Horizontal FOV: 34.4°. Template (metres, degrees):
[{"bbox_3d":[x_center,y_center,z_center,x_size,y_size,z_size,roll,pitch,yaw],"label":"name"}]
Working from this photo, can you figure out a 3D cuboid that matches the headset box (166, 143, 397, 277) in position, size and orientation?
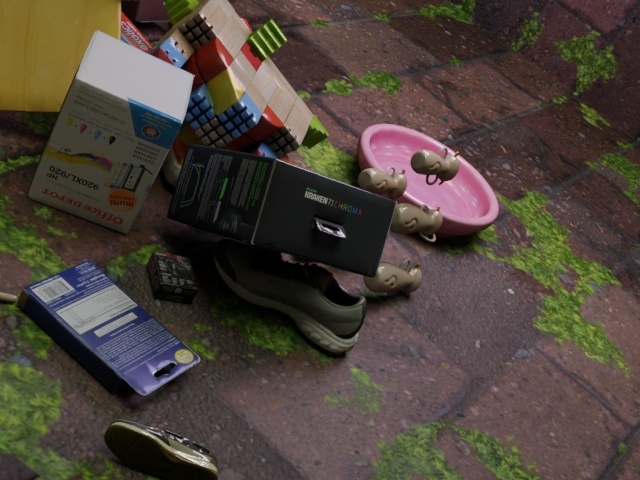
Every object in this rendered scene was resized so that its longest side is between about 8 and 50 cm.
[{"bbox_3d":[-0.057,-0.047,1.620,0.246,0.131,0.283,17,-2,-38],"label":"headset box"}]

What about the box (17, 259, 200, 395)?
[{"bbox_3d":[-0.286,0.125,1.408,0.225,0.036,0.136,38,31,15],"label":"box"}]

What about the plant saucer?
[{"bbox_3d":[0.215,-0.116,2.179,0.332,0.084,0.332,24,30,-15],"label":"plant saucer"}]

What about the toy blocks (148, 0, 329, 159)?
[{"bbox_3d":[-0.154,-0.254,1.783,0.381,0.191,0.261,51,25,-18],"label":"toy blocks"}]

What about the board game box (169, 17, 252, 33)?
[{"bbox_3d":[-0.243,-0.472,2.332,0.193,0.045,0.146,11,36,-31],"label":"board game box"}]

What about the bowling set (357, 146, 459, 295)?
[{"bbox_3d":[0.118,-0.062,1.847,0.200,0.287,0.154,32,15,33],"label":"bowling set"}]

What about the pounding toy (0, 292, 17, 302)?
[{"bbox_3d":[-0.473,0.048,1.315,0.130,0.100,0.141,18,27,6],"label":"pounding toy"}]

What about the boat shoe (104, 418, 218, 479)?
[{"bbox_3d":[-0.196,0.259,1.278,0.152,0.056,0.049,32,23,-17],"label":"boat shoe"}]

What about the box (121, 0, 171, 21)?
[{"bbox_3d":[-0.377,-0.581,2.177,0.168,0.203,0.167,25,24,27],"label":"box"}]

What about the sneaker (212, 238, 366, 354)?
[{"bbox_3d":[-0.045,0.066,1.644,0.271,0.108,0.100,30,32,4],"label":"sneaker"}]

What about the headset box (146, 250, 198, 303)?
[{"bbox_3d":[-0.227,0.054,1.573,0.062,0.032,0.083,12,34,-31],"label":"headset box"}]

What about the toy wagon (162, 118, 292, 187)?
[{"bbox_3d":[-0.153,-0.145,1.902,0.267,0.068,0.344,35,30,7],"label":"toy wagon"}]

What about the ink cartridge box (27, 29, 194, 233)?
[{"bbox_3d":[-0.327,-0.165,1.609,0.171,0.232,0.168,22,33,-16],"label":"ink cartridge box"}]

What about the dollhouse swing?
[{"bbox_3d":[-0.485,-0.397,1.774,0.347,0.305,0.315,1,19,-9],"label":"dollhouse swing"}]

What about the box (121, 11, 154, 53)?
[{"bbox_3d":[-0.388,-0.322,1.874,0.257,0.122,0.128,48,38,18],"label":"box"}]
